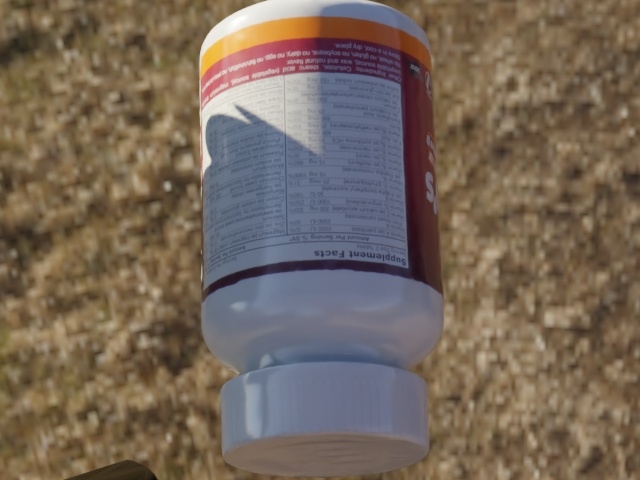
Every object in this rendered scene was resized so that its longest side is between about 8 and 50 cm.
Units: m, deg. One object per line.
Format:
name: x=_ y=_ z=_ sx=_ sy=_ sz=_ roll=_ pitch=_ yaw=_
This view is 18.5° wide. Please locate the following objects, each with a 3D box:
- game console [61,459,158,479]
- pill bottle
game console: x=-0.239 y=0.190 z=0.826 sx=0.361 sy=0.044 sz=0.213 roll=-19 pitch=12 yaw=6
pill bottle: x=0.000 y=0.000 z=0.979 sx=0.121 sy=0.121 sz=0.221 roll=-2 pitch=71 yaw=2
